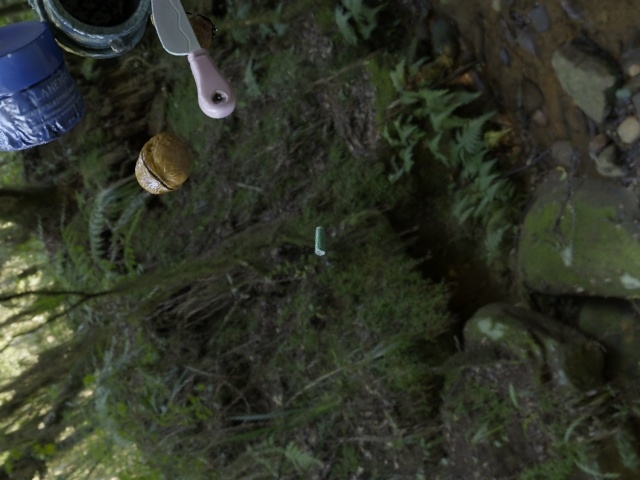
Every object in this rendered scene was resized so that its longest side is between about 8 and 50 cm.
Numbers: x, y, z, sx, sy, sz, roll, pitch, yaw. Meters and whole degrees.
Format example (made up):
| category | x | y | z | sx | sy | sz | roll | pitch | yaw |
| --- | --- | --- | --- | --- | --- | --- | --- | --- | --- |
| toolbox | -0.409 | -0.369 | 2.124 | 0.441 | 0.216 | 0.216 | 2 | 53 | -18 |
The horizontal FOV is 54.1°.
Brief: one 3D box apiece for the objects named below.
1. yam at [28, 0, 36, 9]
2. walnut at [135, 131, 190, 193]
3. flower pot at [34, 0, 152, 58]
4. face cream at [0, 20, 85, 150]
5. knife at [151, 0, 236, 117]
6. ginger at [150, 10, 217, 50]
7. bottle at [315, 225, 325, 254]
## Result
| category | x | y | z | sx | sy | sz | roll | pitch | yaw |
| --- | --- | --- | --- | --- | --- | --- | --- | --- | --- |
| yam | -0.791 | -0.739 | 1.954 | 0.201 | 0.202 | 0.271 | 55 | 169 | -22 |
| walnut | -0.416 | -0.198 | 1.658 | 0.180 | 0.144 | 0.144 | -99 | -12 | -47 |
| flower pot | -0.527 | -0.582 | 1.506 | 0.283 | 0.299 | 0.299 | 16 | 135 | 63 |
| face cream | -0.705 | -0.359 | 1.465 | 0.249 | 0.249 | 0.225 | -116 | 8 | -50 |
| knife | -0.261 | -0.378 | 1.209 | 0.335 | 0.081 | 0.043 | 61 | 163 | 13 |
| ginger | -0.409 | -0.646 | 1.922 | 0.309 | 0.133 | 0.107 | 41 | 152 | 47 |
| bottle | 0.000 | 0.000 | 1.798 | 0.030 | 0.030 | 0.083 | 65 | -158 | -56 |
